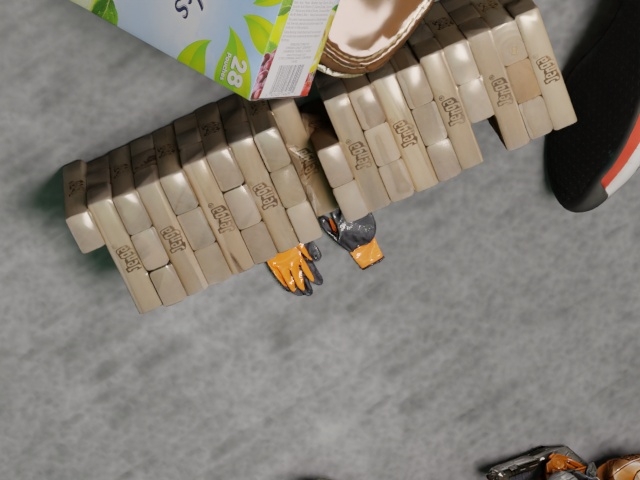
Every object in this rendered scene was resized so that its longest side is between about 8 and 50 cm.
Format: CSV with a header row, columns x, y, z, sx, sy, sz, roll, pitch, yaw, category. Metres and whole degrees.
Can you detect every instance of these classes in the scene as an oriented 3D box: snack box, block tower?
x,y,z,sx,sy,sz,roll,pitch,yaw,category
-0.057,-0.215,1.159,0.070,0.174,0.207,-13,128,-54,snack box
-0.003,-0.063,1.278,0.335,0.091,0.097,-23,115,1,block tower

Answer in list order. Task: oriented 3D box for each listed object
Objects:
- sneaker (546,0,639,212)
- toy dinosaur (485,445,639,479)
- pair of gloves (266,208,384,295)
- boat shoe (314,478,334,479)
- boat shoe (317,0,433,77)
x,y,z,sx,sy,sz,roll,pitch,yaw,category
0.264,-0.129,1.295,0.145,0.090,0.270,2,126,-27,sneaker
0.243,0.230,1.407,0.322,0.218,0.164,-25,149,-8,toy dinosaur
0.000,0.000,1.351,0.083,0.010,0.074,-27,115,2,pair of gloves
0.086,0.293,1.452,0.302,0.113,0.103,32,113,-14,boat shoe
0.068,-0.242,1.170,0.111,0.104,0.307,20,97,-21,boat shoe
